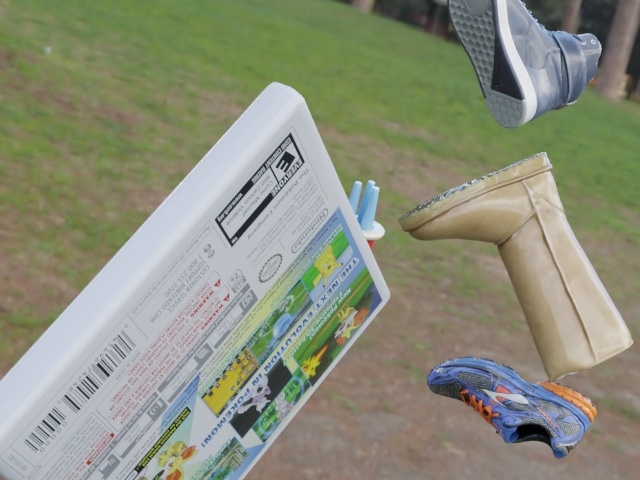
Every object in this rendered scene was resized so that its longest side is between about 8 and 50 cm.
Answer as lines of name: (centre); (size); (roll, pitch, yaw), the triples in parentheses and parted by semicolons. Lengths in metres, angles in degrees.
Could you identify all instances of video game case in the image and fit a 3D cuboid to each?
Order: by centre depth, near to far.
video game case: (-0.087, 0.086, 0.968); (0.036, 0.329, 0.300); (31, -18, 31)

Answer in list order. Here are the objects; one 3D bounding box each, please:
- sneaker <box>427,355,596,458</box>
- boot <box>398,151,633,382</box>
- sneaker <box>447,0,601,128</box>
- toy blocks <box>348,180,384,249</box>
sneaker: (0.237, 0.213, 1.627); (0.221, 0.087, 0.083); (15, -25, 22)
boot: (0.246, 0.047, 1.556); (0.236, 0.269, 0.089); (-22, 0, -22)
sneaker: (0.250, -0.261, 1.545); (0.163, 0.226, 0.086); (-20, 3, -35)
toy blocks: (0.000, 0.000, 1.258); (0.123, 0.148, 0.054); (22, 22, 21)
